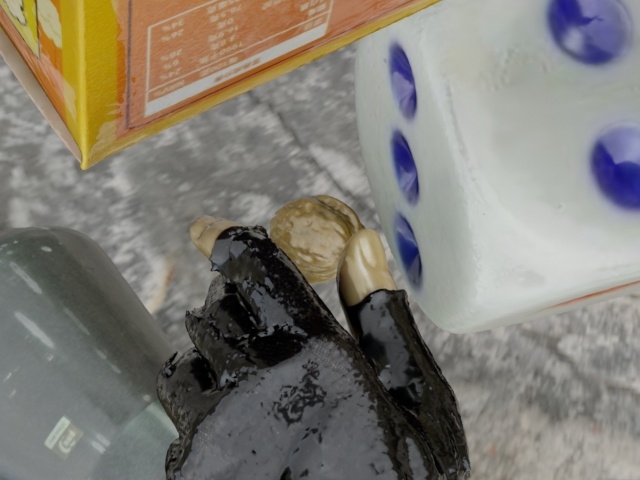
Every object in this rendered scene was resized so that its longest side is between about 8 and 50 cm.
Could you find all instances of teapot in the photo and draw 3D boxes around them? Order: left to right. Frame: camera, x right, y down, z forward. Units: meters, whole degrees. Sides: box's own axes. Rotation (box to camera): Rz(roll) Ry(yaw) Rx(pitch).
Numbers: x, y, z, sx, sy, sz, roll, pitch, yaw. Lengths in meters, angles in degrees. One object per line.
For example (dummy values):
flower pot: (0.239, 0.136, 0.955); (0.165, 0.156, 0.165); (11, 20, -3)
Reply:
teapot: (-0.211, 0.182, 1.390); (0.344, 0.253, 0.300); (36, 107, 26)

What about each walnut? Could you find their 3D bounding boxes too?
walnut: (0.000, 0.000, 1.427); (0.096, 0.079, 0.082); (27, 94, 37)

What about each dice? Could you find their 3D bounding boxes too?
dice: (0.215, -0.093, 1.434); (0.304, 0.277, 0.304); (-13, 81, -15)

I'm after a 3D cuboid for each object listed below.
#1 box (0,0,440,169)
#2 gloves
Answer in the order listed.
box: (-0.053, -0.228, 0.742); (0.283, 0.214, 0.259); (-27, 66, -21)
gloves: (-0.024, 0.056, 0.680); (0.129, 0.106, 0.181); (-44, 63, 19)
